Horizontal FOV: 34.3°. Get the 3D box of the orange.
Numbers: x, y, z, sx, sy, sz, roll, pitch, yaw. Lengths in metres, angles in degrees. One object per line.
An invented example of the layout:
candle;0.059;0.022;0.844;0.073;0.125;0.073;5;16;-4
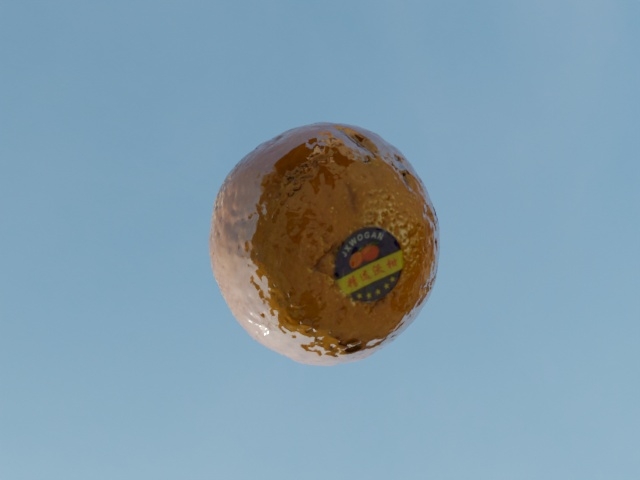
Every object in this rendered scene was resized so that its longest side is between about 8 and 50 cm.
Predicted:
orange;0.002;0.000;0.582;0.136;0.117;0.135;-6;-73;-19
